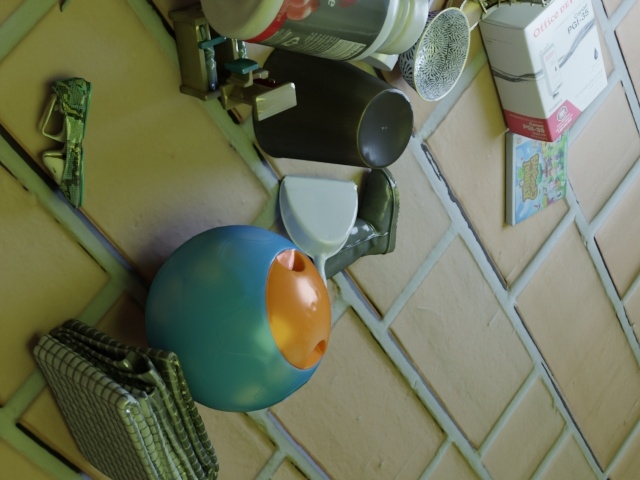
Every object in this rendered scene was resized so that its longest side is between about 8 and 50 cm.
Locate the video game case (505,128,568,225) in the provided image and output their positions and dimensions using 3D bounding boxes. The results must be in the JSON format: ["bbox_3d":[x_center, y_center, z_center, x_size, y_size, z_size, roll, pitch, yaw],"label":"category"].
[{"bbox_3d":[0.463,-0.160,2.431,0.193,0.023,0.212,-27,125,-35],"label":"video game case"}]

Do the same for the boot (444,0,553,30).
[{"bbox_3d":[0.332,-0.441,2.065,0.213,0.165,0.077,-55,136,-15],"label":"boot"}]

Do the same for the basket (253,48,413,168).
[{"bbox_3d":[0.024,-0.201,1.815,0.154,0.227,0.204,-4,111,-44],"label":"basket"}]

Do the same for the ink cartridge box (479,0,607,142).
[{"bbox_3d":[0.442,-0.369,2.246,0.207,0.117,0.283,-45,134,-22],"label":"ink cartridge box"}]

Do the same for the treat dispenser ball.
[{"bbox_3d":[-0.126,0.120,1.760,0.288,0.288,0.288,-21,121,-38],"label":"treat dispenser ball"}]

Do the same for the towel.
[{"bbox_3d":[-0.285,0.257,1.702,0.121,0.235,0.284,-41,133,-30],"label":"towel"}]

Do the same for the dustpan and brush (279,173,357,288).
[{"bbox_3d":[0.000,0.000,1.950,0.147,0.060,0.211,4,66,-27],"label":"dustpan and brush"}]

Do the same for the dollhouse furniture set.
[{"bbox_3d":[-0.109,-0.276,1.678,0.129,0.183,0.129,-28,126,-35],"label":"dollhouse furniture set"}]

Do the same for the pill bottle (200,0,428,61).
[{"bbox_3d":[0.001,-0.353,1.635,0.318,0.176,0.176,3,105,-42],"label":"pill bottle"}]

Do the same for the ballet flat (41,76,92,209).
[{"bbox_3d":[-0.358,-0.136,1.590,0.070,0.070,0.188,-8,111,-43],"label":"ballet flat"}]

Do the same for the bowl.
[{"bbox_3d":[0.185,-0.337,2.020,0.170,0.080,0.170,-32,133,-41],"label":"bowl"}]

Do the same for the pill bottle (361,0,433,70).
[{"bbox_3d":[0.125,-0.390,1.922,0.108,0.108,0.194,27,87,-48],"label":"pill bottle"}]

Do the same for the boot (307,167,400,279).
[{"bbox_3d":[0.043,-0.026,2.040,0.208,0.076,0.190,-15,111,-31],"label":"boot"}]

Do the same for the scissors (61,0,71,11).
[{"bbox_3d":[-0.256,-0.418,1.490,0.297,0.021,0.109,-49,-172,41],"label":"scissors"}]
